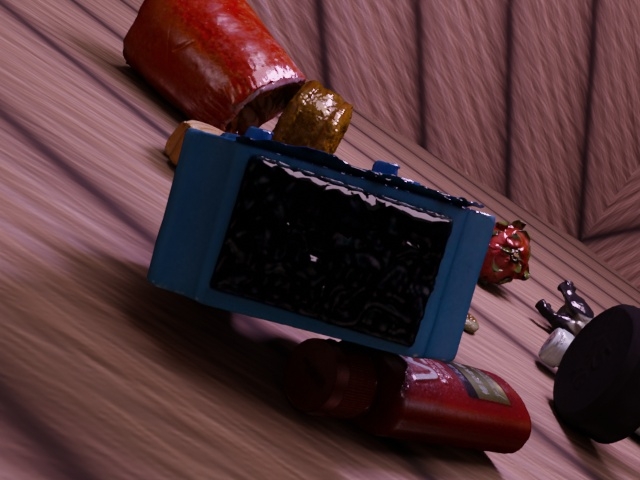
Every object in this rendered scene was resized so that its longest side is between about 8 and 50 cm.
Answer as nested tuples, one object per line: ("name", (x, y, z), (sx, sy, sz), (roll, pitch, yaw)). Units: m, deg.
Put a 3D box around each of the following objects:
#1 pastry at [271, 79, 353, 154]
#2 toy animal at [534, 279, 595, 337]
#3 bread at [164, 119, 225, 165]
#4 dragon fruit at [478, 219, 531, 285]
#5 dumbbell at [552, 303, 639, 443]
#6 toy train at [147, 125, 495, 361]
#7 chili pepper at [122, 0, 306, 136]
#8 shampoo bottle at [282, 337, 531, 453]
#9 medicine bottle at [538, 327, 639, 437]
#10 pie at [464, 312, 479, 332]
("pastry", (-0.023, -0.183, 1.576), (0.103, 0.189, 0.189), (31, 14, 4))
("toy animal", (0.533, 0.157, 1.884), (0.121, 0.094, 0.225), (49, 9, 18))
("bread", (-0.162, -0.123, 1.301), (0.122, 0.073, 0.149), (32, 11, 15))
("dragon fruit", (0.379, 0.025, 1.890), (0.135, 0.137, 0.236), (-1, 5, 15))
("dumbbell", (0.528, 0.255, 1.314), (0.322, 0.204, 0.204), (32, 14, -7))
("toy train", (0.000, 0.000, 0.854), (0.300, 0.188, 0.265), (15, 3, -10))
("chili pepper", (-0.179, -0.305, 1.609), (0.251, 0.229, 0.305), (-8, 52, -53))
("shampoo bottle", (0.095, 0.158, 0.915), (0.314, 0.076, 0.118), (20, 23, -44))
("medicine bottle", (0.480, 0.238, 1.506), (0.228, 0.083, 0.121), (37, 16, 5))
("pie", (0.224, 0.119, 1.454), (0.084, 0.021, 0.084), (33, 14, -9))
